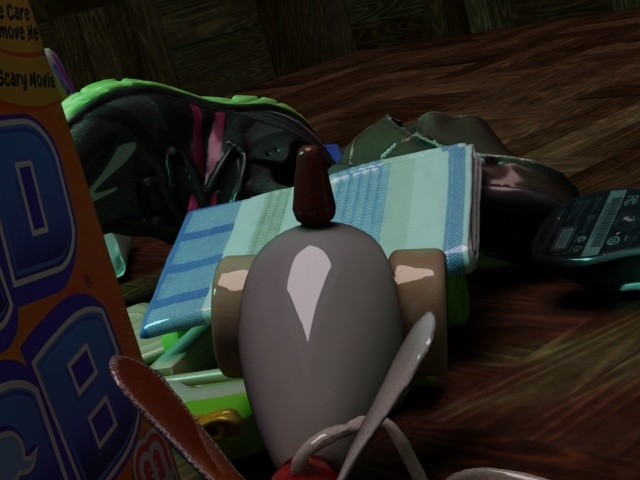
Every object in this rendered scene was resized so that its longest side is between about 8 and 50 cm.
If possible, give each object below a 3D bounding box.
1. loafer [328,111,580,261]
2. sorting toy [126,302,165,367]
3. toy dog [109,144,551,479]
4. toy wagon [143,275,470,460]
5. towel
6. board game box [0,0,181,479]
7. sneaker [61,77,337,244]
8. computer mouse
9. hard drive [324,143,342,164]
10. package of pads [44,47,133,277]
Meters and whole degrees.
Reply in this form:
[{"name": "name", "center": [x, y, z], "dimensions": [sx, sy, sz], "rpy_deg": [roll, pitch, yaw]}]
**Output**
[{"name": "loafer", "center": [0.127, -0.076, 1.222], "dimensions": [0.366, 0.133, 0.130], "rpy_deg": [17, 76, 58]}, {"name": "sorting toy", "center": [-0.221, 0.113, 1.175], "dimensions": [0.208, 0.038, 0.193], "rpy_deg": [-15, 12, -22]}, {"name": "toy dog", "center": [-0.004, 0.062, 0.683], "dimensions": [0.220, 0.161, 0.334], "rpy_deg": [-14, 27, -8]}, {"name": "toy wagon", "center": [-0.034, 0.098, 0.949], "dimensions": [0.267, 0.068, 0.344], "rpy_deg": [-10, 14, 20]}, {"name": "towel", "center": [0.000, 0.000, 1.033], "dimensions": [0.285, 0.034, 0.209], "rpy_deg": [-13, 26, 14]}, {"name": "board game box", "center": [-0.337, 0.094, 0.651], "dimensions": [0.356, 0.357, 0.356], "rpy_deg": [-11, 14, 18]}, {"name": "sneaker", "center": [-0.141, -0.070, 1.399], "dimensions": [0.482, 0.185, 0.202], "rpy_deg": [-12, 40, -45]}, {"name": "computer mouse", "center": [0.279, 0.025, 0.938], "dimensions": [0.262, 0.060, 0.184], "rpy_deg": [-10, 35, 35]}, {"name": "hard drive", "center": [-0.061, -0.078, 1.774], "dimensions": [0.210, 0.040, 0.319], "rpy_deg": [-15, 13, 0]}, {"name": "package of pads", "center": [-0.337, -0.093, 1.576], "dimensions": [0.101, 0.297, 0.229], "rpy_deg": [-23, 14, 0]}]
